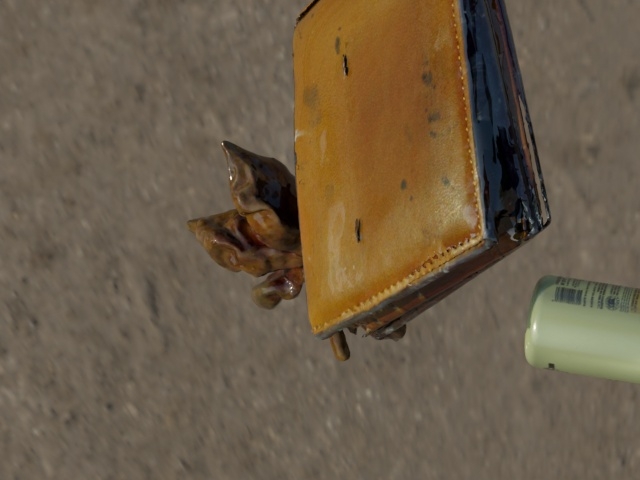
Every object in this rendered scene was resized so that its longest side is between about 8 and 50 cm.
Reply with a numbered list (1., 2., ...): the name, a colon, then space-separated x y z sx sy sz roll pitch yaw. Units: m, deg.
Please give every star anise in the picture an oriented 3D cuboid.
1. star anise: 0.003 -0.006 1.453 0.212 0.111 0.196 29 110 -11

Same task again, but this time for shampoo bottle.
1. shampoo bottle: 0.253 0.077 1.552 0.162 0.079 0.079 9 67 13

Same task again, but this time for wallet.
1. wallet: 0.043 -0.061 0.931 0.042 0.161 0.195 8 64 -31
